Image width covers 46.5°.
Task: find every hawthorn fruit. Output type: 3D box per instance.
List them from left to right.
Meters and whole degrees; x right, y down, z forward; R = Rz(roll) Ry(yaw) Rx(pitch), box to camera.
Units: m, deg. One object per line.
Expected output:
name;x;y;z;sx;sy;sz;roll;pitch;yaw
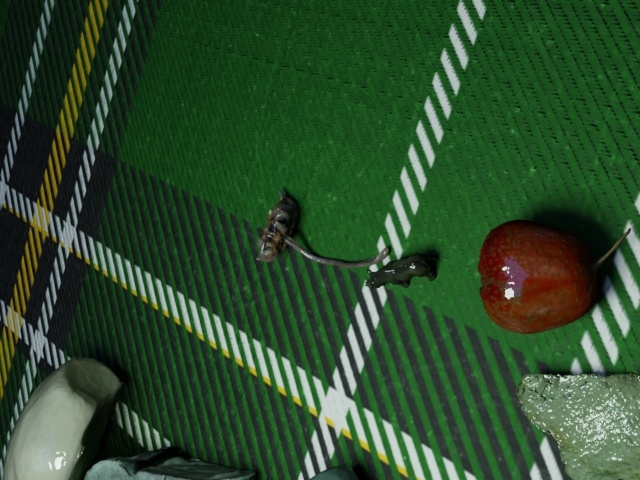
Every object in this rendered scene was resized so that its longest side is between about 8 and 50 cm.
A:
hawthorn fruit;0.323;0.048;1.029;0.204;0.163;0.162;-3;83;21

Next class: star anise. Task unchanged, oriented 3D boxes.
star anise;0.000;0.000;1.368;0.227;0.218;0.148;25;67;-1

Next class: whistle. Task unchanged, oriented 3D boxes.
whistle;-0.312;0.488;1.473;0.405;0.168;0.188;-36;65;26

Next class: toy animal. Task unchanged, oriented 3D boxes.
toy animal;0.125;0.054;1.227;0.136;0.065;0.047;-18;73;38

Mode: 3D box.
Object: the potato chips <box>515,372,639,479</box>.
potato chips;0.377;0.249;1.006;0.167;0.059;0.228;-53;51;14

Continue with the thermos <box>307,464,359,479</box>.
thermos;0.080;0.500;1.176;0.182;0.145;0.286;-37;60;-8

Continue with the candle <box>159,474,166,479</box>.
candle;-0.187;0.560;1.210;0.343;0.221;0.221;24;101;21

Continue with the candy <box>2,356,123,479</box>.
candy;-0.569;0.457;1.582;0.386;0.186;0.426;-94;24;-67
